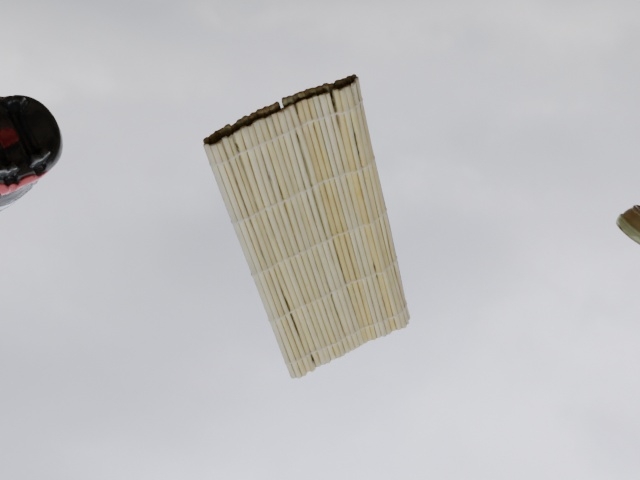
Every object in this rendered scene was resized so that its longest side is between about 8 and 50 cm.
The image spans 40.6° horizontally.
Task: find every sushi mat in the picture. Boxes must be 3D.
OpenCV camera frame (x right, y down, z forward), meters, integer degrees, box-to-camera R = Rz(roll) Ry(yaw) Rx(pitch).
[{"bbox_3d":[0.000,0.000,0.839,0.151,0.316,0.019,-26,-140,-11],"label":"sushi mat"}]

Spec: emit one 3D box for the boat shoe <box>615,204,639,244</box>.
[{"bbox_3d":[0.285,-0.003,0.606,0.153,0.048,0.056,17,-160,3],"label":"boat shoe"}]

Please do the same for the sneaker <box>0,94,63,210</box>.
[{"bbox_3d":[-0.375,-0.049,0.783,0.276,0.097,0.135,-20,172,-27],"label":"sneaker"}]
